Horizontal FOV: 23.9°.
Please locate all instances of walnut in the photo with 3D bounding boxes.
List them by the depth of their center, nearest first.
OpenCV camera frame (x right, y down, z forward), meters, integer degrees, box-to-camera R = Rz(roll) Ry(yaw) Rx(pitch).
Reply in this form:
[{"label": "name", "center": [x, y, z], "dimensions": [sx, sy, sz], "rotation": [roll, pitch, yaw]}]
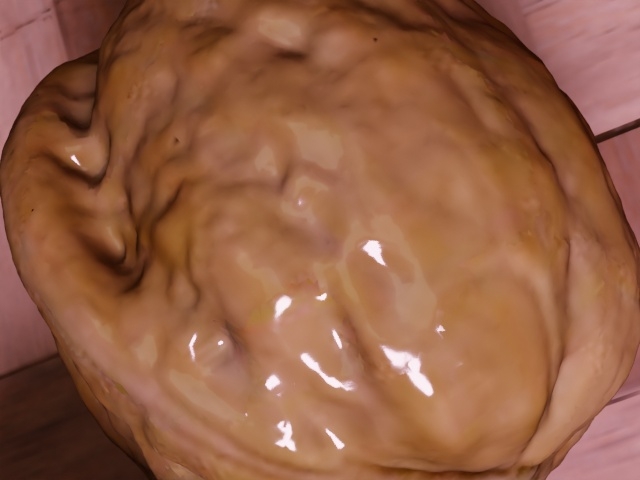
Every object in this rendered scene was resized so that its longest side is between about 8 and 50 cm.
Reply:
[{"label": "walnut", "center": [0.000, 0.000, 0.586], "dimensions": [0.257, 0.257, 0.224], "rotation": [46, 130, 23]}]
